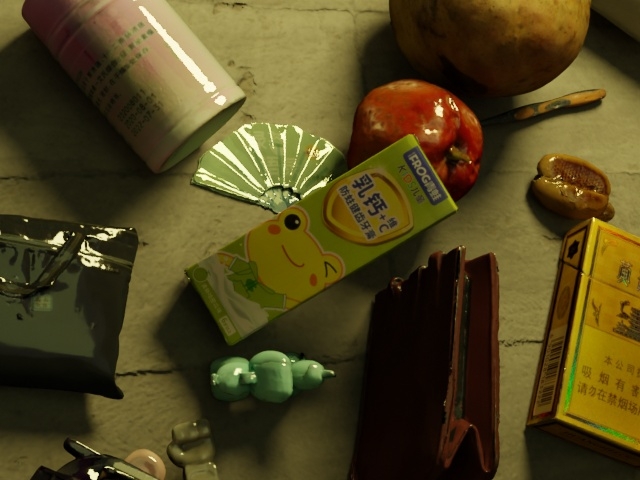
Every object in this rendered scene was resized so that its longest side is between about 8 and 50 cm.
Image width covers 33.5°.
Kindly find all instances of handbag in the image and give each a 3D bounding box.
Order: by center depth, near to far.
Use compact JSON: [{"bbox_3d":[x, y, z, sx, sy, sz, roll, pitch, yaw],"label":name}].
[{"bbox_3d":[-0.339,0.065,1.203,0.254,0.089,0.211,8,77,-20],"label":"handbag"},{"bbox_3d":[0.125,0.162,1.262,0.084,0.260,0.275,12,68,-16],"label":"handbag"}]

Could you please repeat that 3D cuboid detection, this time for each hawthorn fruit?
[{"bbox_3d":[0.133,-0.121,1.383,0.179,0.200,0.179,-4,99,-27],"label":"hawthorn fruit"}]

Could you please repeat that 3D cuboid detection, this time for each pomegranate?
[{"bbox_3d":[0.238,-0.321,1.450,0.281,0.281,0.281,6,72,-20],"label":"pomegranate"}]

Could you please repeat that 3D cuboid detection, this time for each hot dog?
[{"bbox_3d":[0.372,-0.073,1.548,0.140,0.060,0.089,13,73,-10],"label":"hot dog"}]

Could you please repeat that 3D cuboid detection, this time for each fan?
[{"bbox_3d":[-0.056,-0.095,1.410,0.240,0.009,0.131,0,71,-21],"label":"fan"}]

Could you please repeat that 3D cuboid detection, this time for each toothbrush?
[{"bbox_3d":[0.300,-0.188,1.567,0.321,0.031,0.023,-15,108,-24],"label":"toothbrush"}]

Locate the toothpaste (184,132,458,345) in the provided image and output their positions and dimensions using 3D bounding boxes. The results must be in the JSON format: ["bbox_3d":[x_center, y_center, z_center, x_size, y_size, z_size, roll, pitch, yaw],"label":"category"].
[{"bbox_3d":[0.000,0.000,1.281,0.327,0.077,0.110,-31,88,5],"label":"toothpaste"}]

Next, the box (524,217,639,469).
[{"bbox_3d":[0.412,0.143,1.477,0.193,0.084,0.301,23,67,-14],"label":"box"}]

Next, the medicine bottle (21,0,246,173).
[{"bbox_3d":[-0.227,-0.223,1.301,0.152,0.152,0.254,-40,91,-27],"label":"medicine bottle"}]

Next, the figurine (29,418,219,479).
[{"bbox_3d":[-0.192,0.335,1.142,0.309,0.143,0.308,18,44,-19],"label":"figurine"}]

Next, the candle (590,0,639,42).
[{"bbox_3d":[0.522,-0.398,1.635,0.330,0.187,0.187,31,65,-11],"label":"candle"}]

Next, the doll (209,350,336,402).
[{"bbox_3d":[-0.066,0.159,1.243,0.159,0.159,0.059,1,83,-28],"label":"doll"}]
